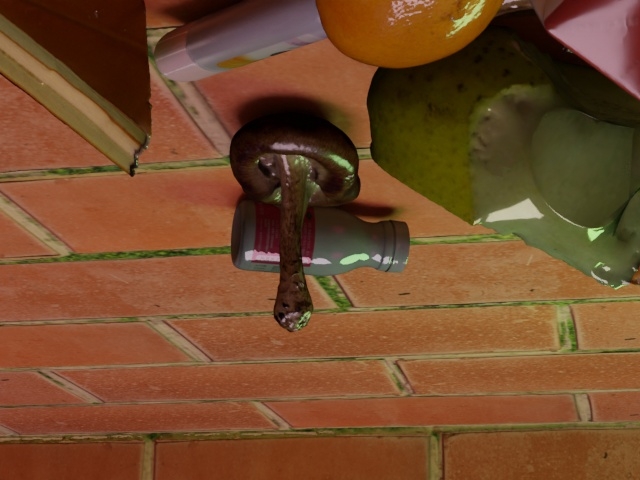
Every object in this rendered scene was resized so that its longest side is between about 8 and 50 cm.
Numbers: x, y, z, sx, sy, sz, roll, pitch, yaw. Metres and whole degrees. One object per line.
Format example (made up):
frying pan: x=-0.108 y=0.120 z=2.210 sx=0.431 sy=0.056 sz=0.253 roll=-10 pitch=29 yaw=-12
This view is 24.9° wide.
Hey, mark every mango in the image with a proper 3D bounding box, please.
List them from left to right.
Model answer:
mango: x=0.084 y=-0.217 z=1.131 sx=0.145 sy=0.112 sz=0.219 roll=23 pitch=142 yaw=-27

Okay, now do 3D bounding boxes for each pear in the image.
pear: x=0.175 y=-0.107 z=1.336 sx=0.282 sy=0.176 sz=0.286 roll=22 pitch=-168 yaw=-15

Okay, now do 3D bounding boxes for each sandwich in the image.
sandwich: x=-0.247 y=-0.149 z=1.295 sx=0.187 sy=0.144 sz=0.117 roll=6 pitch=159 yaw=-15

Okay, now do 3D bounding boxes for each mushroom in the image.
mushroom: x=-0.027 y=-0.015 z=1.572 sx=0.148 sy=0.217 sz=0.227 roll=-2 pitch=162 yaw=12

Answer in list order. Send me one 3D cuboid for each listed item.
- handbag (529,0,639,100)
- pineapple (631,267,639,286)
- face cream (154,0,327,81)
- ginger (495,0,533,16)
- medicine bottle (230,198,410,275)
handbag: x=0.280 y=-0.153 z=1.028 sx=0.298 sy=0.171 sz=0.151 roll=34 pitch=113 yaw=-27
pineapple: x=0.380 y=-0.062 z=1.525 sx=0.115 sy=0.236 sz=0.186 roll=6 pitch=-159 yaw=1
face cream: x=-0.056 y=-0.187 z=1.285 sx=0.198 sy=0.057 sz=0.084 roll=-14 pitch=-174 yaw=42
ginger: x=0.267 y=-0.207 z=1.190 sx=0.334 sy=0.081 sz=0.148 roll=4 pitch=163 yaw=9
medicine bottle: x=0.000 y=0.000 z=1.825 sx=0.217 sy=0.090 sz=0.090 roll=5 pitch=162 yaw=-14
